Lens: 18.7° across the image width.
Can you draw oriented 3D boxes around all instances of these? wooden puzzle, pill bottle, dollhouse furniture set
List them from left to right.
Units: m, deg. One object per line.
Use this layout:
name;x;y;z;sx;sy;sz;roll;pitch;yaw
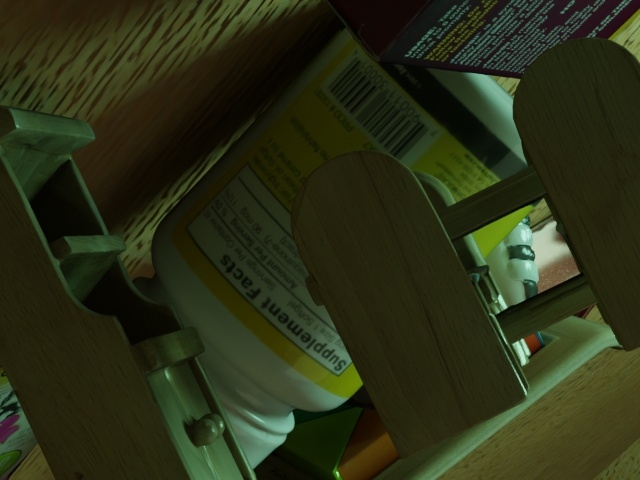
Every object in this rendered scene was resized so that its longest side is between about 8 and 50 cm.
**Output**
pill bottle;0.000;0.000;0.869;0.208;0.119;0.119;-46;163;9
dollhouse furniture set;0.007;-0.010;0.685;0.242;0.161;0.212;-26;177;7
wooden puzzle;0.044;0.092;1.227;0.239;0.044;0.221;-31;-161;-18

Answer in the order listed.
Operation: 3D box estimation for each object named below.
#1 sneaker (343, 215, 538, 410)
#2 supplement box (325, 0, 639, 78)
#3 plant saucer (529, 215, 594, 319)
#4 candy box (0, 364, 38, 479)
sneaker;-0.007;0.030;1.060;0.163;0.106;0.281;-4;163;-20
supplement box;0.053;-0.123;0.705;0.081;0.104;0.188;-45;163;21
plant saucer;0.140;0.069;1.527;0.259;0.047;0.258;-31;162;-28
candy box;-0.196;0.089;0.801;0.159;0.071;0.233;-17;153;-51
